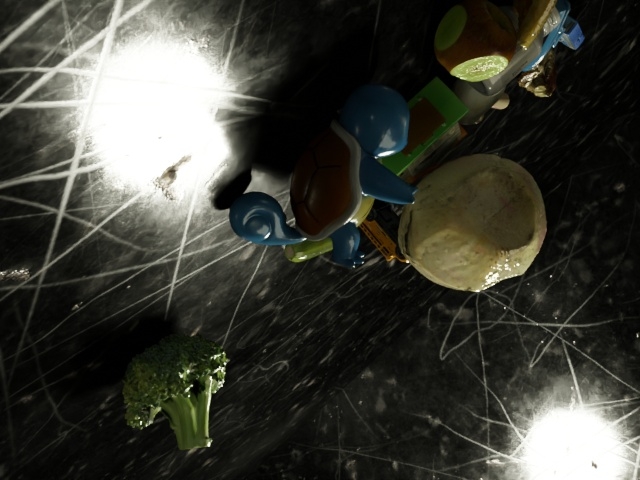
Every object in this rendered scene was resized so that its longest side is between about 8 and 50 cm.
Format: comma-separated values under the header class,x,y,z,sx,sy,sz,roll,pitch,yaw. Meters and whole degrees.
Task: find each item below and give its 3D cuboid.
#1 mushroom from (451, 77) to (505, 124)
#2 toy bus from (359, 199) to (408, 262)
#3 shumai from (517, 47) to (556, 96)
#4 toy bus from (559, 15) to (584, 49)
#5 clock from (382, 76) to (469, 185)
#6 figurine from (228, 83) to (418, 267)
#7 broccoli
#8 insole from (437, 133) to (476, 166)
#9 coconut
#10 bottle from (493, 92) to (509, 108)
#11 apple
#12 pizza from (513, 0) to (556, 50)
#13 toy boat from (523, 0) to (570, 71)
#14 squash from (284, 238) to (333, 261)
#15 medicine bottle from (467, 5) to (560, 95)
class,x,y,z,sx,sy,sz,roll,pitch,yaw
mushroom,0.354,-0.332,1.950,0.118,0.103,0.270,-32,170,-11
toy bus,0.178,-0.016,2.145,0.083,0.194,0.088,-24,158,-41
shumai,0.583,-0.435,2.186,0.123,0.105,0.139,-44,-173,-4
toy bus,0.625,-0.525,2.098,0.051,0.061,0.153,-52,158,13
clock,0.232,-0.231,1.924,0.220,0.106,0.255,-42,166,5
figurine,0.030,-0.112,1.645,0.416,0.243,0.298,-41,-155,8
broccoli,-0.329,0.333,1.891,0.288,0.235,0.259,11,91,-58
insole,0.327,-0.217,1.988,0.193,0.006,0.065,-33,165,-49
coconut,0.358,-0.041,2.008,0.353,0.352,0.352,-37,161,-15
bottle,0.447,-0.362,2.138,0.096,0.045,0.045,-8,142,-55
apple,0.298,-0.378,1.609,0.146,0.163,0.147,19,134,-33
pizza,0.422,-0.516,1.620,0.197,0.058,0.292,-120,-133,-74
toy boat,0.499,-0.471,1.907,0.097,0.100,0.223,-15,152,-27
squash,0.000,0.000,2.033,0.229,0.066,0.066,-21,153,-45
medicine bottle,0.393,-0.419,1.750,0.215,0.135,0.135,-42,162,1
